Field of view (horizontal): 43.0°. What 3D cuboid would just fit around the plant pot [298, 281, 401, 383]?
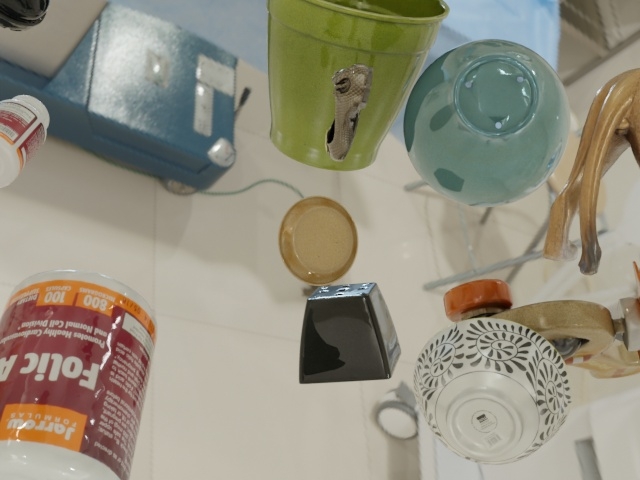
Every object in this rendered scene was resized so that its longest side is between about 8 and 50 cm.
[{"bbox_3d":[0.056,0.181,1.660,0.187,0.188,0.167,-37,122,-74],"label":"plant pot"}]

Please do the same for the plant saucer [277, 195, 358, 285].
[{"bbox_3d":[0.000,0.000,0.755,0.015,0.083,0.084,-6,68,-63],"label":"plant saucer"}]

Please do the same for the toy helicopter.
[{"bbox_3d":[0.333,0.124,1.011,0.355,0.234,0.140,19,54,-46],"label":"toy helicopter"}]

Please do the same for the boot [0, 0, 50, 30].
[{"bbox_3d":[-0.278,-0.325,0.743,0.246,0.207,0.094,54,29,-40],"label":"boot"}]

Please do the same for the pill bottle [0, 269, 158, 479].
[{"bbox_3d":[-0.350,0.249,1.058,0.224,0.224,0.392,30,39,-26],"label":"pill bottle"}]

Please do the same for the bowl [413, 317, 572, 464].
[{"bbox_3d":[0.172,0.173,0.843,0.170,0.170,0.080,52,26,-4],"label":"bowl"}]

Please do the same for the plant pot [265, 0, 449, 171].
[{"bbox_3d":[0.038,-0.346,1.670,0.366,0.353,0.367,11,30,-6],"label":"plant pot"}]

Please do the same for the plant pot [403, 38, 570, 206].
[{"bbox_3d":[0.283,-0.213,1.351,0.290,0.290,0.195,63,3,8],"label":"plant pot"}]

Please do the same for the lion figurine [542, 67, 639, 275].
[{"bbox_3d":[0.347,-0.109,0.791,0.392,0.142,0.240,-18,116,-51],"label":"lion figurine"}]

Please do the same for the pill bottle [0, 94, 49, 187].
[{"bbox_3d":[-0.437,-0.143,1.135,0.086,0.086,0.152,39,28,-18],"label":"pill bottle"}]

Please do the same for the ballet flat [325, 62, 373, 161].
[{"bbox_3d":[0.033,-0.199,1.273,0.058,0.250,0.084,8,71,-5],"label":"ballet flat"}]
